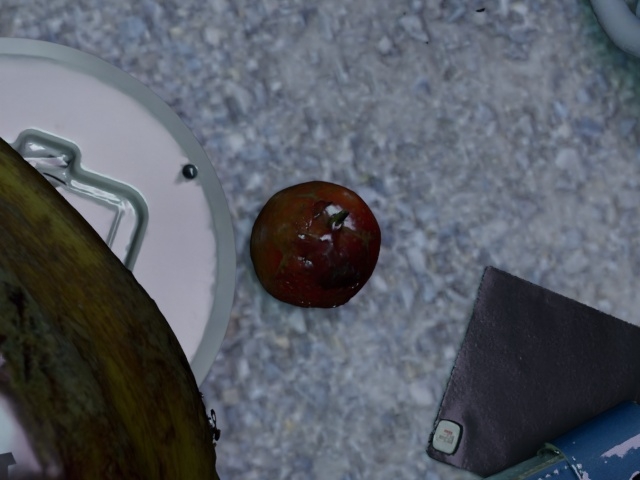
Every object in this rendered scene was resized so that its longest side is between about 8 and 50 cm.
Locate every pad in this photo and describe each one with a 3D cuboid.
[{"bbox_3d":[0.162,0.101,1.044,0.193,0.004,0.116,21,76,-9],"label":"pad"}]

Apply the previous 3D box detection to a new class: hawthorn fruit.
[{"bbox_3d":[-0.002,0.003,0.987,0.077,0.077,0.077,3,79,-13],"label":"hawthorn fruit"}]

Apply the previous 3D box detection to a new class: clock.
[{"bbox_3d":[-0.159,0.014,0.943,0.230,0.083,0.230,3,78,-15],"label":"clock"}]

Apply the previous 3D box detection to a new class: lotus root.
[{"bbox_3d":[-0.190,0.030,0.790,0.397,0.179,0.196,46,42,0],"label":"lotus root"}]

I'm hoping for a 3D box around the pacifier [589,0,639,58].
[{"bbox_3d":[0.284,-0.176,1.054,0.225,0.238,0.287,19,72,-42],"label":"pacifier"}]

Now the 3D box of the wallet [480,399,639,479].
[{"bbox_3d":[0.172,0.160,1.004,0.202,0.059,0.141,-23,95,-13],"label":"wallet"}]
